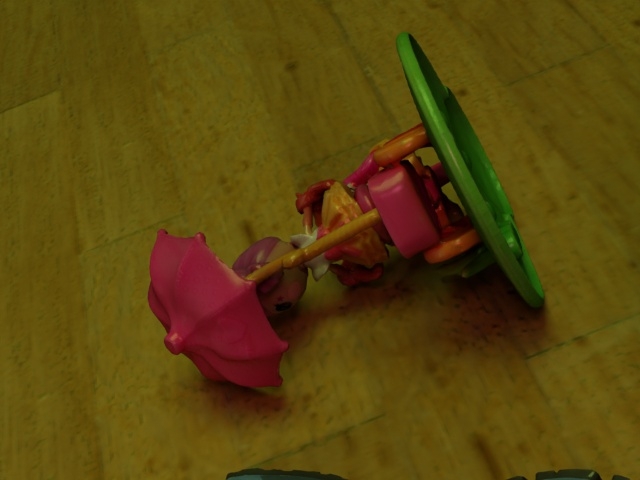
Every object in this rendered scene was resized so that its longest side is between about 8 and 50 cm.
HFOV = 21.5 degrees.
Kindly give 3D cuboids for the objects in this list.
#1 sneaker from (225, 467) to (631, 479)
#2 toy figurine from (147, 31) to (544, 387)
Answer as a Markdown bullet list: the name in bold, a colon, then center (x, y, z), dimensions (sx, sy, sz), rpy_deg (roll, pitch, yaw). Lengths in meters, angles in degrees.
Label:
- **sneaker**: center (0.044, 0.128, 0.530), dimensions (0.221, 0.083, 0.087), rpy_deg (-6, 45, 36)
- **toy figurine**: center (0.000, 0.000, 0.751), dimensions (0.159, 0.130, 0.173), rpy_deg (-27, 5, 10)
